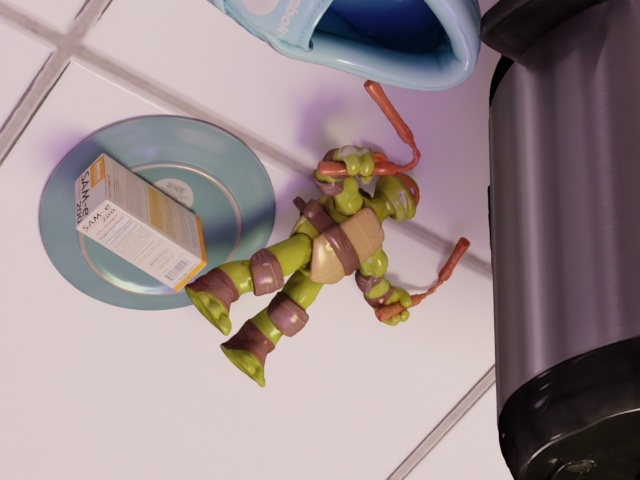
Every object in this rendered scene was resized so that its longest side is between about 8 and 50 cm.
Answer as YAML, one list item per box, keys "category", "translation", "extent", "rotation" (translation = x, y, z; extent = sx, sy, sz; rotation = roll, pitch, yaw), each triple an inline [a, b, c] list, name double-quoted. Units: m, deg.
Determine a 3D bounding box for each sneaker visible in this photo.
- category: "sneaker"
  translation: [-0.041, -0.200, 0.889]
  extent: [0.366, 0.150, 0.135]
  rotation: [16, 120, -23]

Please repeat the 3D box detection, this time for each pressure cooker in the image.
- category: "pressure cooker"
  translation: [0.301, -0.028, 0.945]
  extent: [0.375, 0.420, 0.370]
  rotation: [-3, 153, 10]

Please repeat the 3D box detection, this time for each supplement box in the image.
- category: "supplement box"
  translation: [-0.135, -0.013, 1.029]
  extent: [0.098, 0.062, 0.036]
  rotation: [35, 113, -30]

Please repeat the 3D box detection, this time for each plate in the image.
- category: "plate"
  translation: [-0.127, -0.012, 1.086]
  extent: [0.188, 0.024, 0.188]
  rotation: [-6, 127, -7]

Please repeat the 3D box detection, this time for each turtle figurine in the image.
- category: "turtle figurine"
  translation: [0.000, 0.000, 1.075]
  extent: [0.217, 0.087, 0.269]
  rotation: [-37, 145, -12]
